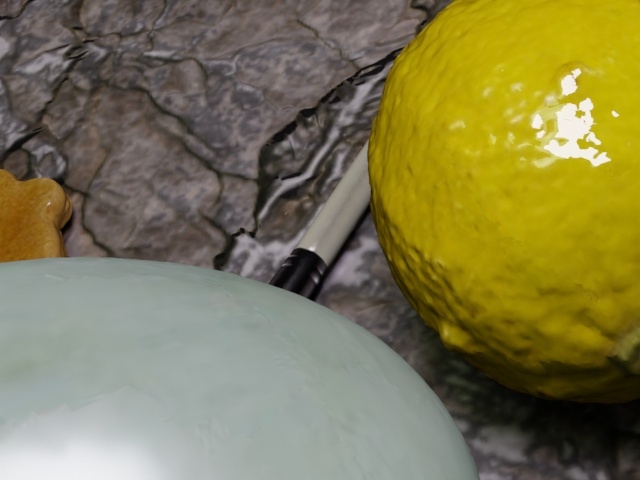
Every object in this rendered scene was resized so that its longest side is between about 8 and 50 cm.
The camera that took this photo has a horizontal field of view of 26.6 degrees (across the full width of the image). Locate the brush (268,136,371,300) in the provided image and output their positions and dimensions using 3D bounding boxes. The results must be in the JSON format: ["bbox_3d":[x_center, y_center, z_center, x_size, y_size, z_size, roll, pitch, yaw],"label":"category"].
[{"bbox_3d":[0.000,0.000,0.760,0.039,0.042,0.299,-3,47,50],"label":"brush"}]

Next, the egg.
[{"bbox_3d":[-0.125,0.154,0.456,0.389,0.276,0.276,-28,50,3],"label":"egg"}]

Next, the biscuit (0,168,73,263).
[{"bbox_3d":[-0.225,0.061,0.796,0.184,0.035,0.249,-7,51,13],"label":"biscuit"}]

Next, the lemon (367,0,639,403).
[{"bbox_3d":[0.119,-0.027,0.641,0.192,0.192,0.231,-24,43,1],"label":"lemon"}]
